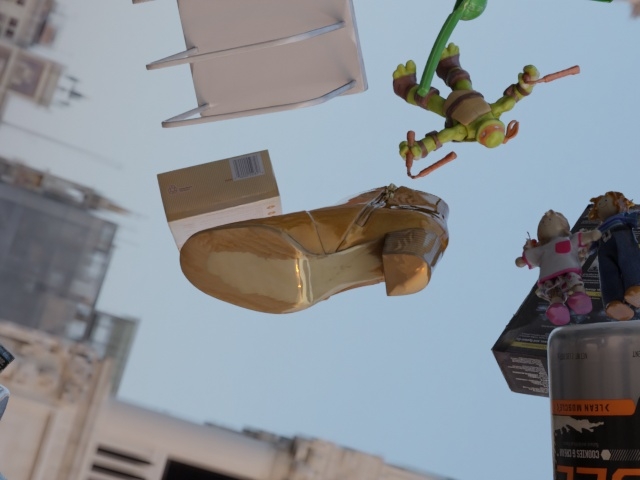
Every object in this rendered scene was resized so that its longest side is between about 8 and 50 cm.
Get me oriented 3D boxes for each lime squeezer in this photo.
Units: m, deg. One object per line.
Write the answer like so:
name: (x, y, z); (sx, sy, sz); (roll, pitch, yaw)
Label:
lime squeezer: (0.196, -0.265, 1.574); (0.059, 0.310, 0.110); (-15, -78, 60)

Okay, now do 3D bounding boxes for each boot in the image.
boot: (0.001, -0.001, 1.589); (0.211, 0.295, 0.104); (-71, 162, -68)

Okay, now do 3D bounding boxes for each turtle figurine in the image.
turtle figurine: (0.206, -0.187, 1.876); (0.269, 0.087, 0.217); (-35, -136, -1)

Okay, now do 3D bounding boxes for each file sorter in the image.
file sorter: (-0.087, -0.263, 1.414); (0.173, 0.193, 0.277); (-42, 123, -68)

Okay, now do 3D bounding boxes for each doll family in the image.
doll family: (0.348, -0.004, 1.503); (0.263, 0.118, 0.163); (-30, -138, 31)

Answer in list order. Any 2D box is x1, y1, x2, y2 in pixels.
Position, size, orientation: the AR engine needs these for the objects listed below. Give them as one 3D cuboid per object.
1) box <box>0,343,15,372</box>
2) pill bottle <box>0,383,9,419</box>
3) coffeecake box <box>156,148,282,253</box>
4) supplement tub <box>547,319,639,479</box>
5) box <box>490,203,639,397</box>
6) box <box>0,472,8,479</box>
box: (-0.459, 0.151, 1.836); (0.067, 0.083, 0.018); (-45, -177, 21)
pill bottle: (-0.532, 0.134, 1.391); (0.224, 0.392, 0.224); (-60, 180, 1)
coffeecake box: (-0.123, -0.040, 1.759); (0.185, 0.142, 0.068); (88, -12, -73)
supplement tub: (0.322, 0.236, 1.333); (0.193, 0.193, 0.316); (164, -76, -66)
box: (0.467, 0.082, 1.809); (0.395, 0.097, 0.318); (2, -139, 42)
box: (-0.331, 0.545, 1.270); (0.472, 0.480, 0.297); (-38, -137, -7)
